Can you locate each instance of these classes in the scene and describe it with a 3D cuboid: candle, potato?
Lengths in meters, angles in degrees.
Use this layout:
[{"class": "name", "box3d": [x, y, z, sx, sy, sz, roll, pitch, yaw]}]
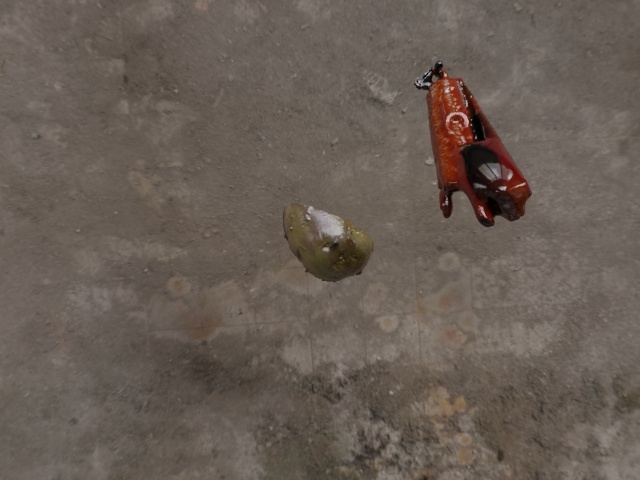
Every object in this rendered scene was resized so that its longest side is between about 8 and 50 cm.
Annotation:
[{"class": "candle", "box3d": [0.159, -0.128, 0.527, 0.084, 0.302, 0.059, -18, 134, 21]}, {"class": "potato", "box3d": [0.000, 0.000, 0.757, 0.172, 0.089, 0.101, 27, 73, 4]}]
